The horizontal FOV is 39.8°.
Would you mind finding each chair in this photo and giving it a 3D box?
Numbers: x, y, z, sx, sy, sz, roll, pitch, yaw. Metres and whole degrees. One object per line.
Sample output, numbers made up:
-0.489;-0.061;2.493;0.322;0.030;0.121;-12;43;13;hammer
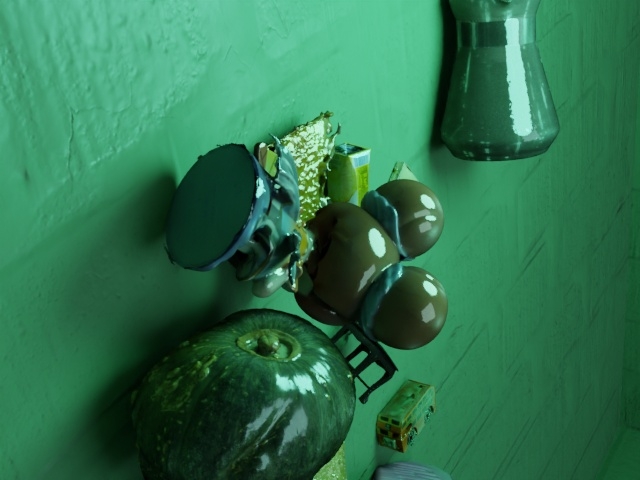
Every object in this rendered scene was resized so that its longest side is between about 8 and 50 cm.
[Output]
0.115;0.185;1.711;0.229;0.113;0.106;-43;143;-7;chair

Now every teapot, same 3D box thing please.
0.378;-0.361;1.899;0.300;0.254;0.343;-89;175;-73;teapot

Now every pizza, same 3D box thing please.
-0.053;-0.085;1.436;0.189;0.071;0.296;20;85;-39;pizza

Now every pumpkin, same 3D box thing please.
-0.117;0.245;1.260;0.328;0.292;0.257;-15;122;-46;pumpkin

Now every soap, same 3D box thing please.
0.209;0.577;1.985;0.324;0.193;0.109;50;50;-85;soap

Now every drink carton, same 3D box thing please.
0.051;-0.072;1.604;0.075;0.084;0.199;-25;123;-40;drink carton

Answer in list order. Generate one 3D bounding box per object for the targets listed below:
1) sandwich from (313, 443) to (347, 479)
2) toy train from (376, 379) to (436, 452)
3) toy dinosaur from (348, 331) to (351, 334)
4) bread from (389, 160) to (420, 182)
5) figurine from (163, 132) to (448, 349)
-0.047;0.395;1.604;0.193;0.058;0.162;3;73;-27;sandwich
0.198;0.395;2.020;0.188;0.072;0.099;-43;129;-42;toy train
0.061;0.114;1.724;0.082;0.039;0.208;-41;136;-44;toy dinosaur
0.185;-0.102;1.856;0.154;0.028;0.068;44;63;-54;bread
-0.001;-0.001;1.305;0.388;0.248;0.276;29;55;-41;figurine
